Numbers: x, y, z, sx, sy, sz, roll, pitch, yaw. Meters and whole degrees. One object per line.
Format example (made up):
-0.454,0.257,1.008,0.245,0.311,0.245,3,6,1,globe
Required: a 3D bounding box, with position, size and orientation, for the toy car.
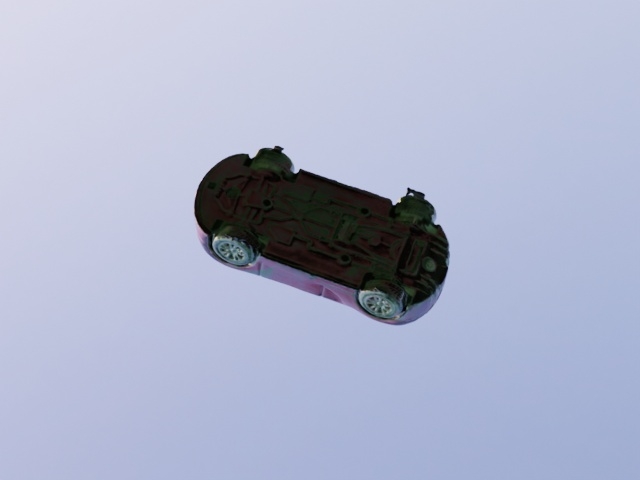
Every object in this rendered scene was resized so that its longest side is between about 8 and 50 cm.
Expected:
0.000,0.000,0.752,0.142,0.055,0.069,20,-124,5,toy car
